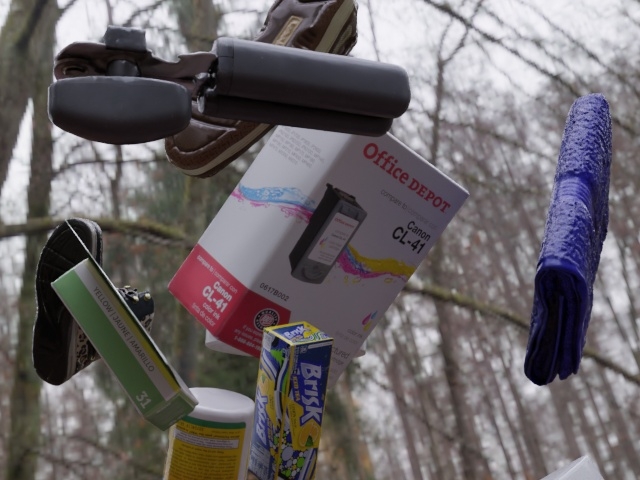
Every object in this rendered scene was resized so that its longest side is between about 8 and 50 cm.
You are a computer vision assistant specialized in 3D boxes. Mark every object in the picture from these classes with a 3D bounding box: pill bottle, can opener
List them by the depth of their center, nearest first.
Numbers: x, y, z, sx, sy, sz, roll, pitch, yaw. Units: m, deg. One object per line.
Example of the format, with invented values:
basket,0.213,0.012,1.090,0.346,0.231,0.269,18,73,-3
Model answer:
can opener,-0.068,-0.103,0.855,0.283,0.095,0.076,6,-21,-18
pill bottle,-0.161,0.321,1.534,0.117,0.209,0.117,9,7,-1

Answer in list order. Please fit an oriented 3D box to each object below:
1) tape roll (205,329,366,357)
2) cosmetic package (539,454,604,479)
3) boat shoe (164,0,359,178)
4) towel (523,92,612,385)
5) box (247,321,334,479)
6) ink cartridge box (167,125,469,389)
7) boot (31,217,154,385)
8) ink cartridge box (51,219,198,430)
tape roll,-0.048,0.086,1.661,0.246,0.169,0.246,3,-13,1
cosmetic package,0.203,0.320,1.019,0.151,0.151,0.183,-41,-15,32
boat shoe,-0.044,-0.147,1.071,0.257,0.095,0.095,-49,-33,-14
towel,0.312,-0.002,1.336,0.076,0.308,0.228,10,-40,13
box,-0.033,0.175,1.171,0.059,0.054,0.169,-6,-68,-39
ink cartridge box,0.000,0.000,1.320,0.226,0.131,0.306,30,-82,-44
boot,-0.305,0.071,1.517,0.178,0.085,0.237,-15,-57,-58
ink cartridge box,-0.199,0.092,1.075,0.056,0.171,0.235,-36,-14,-8
